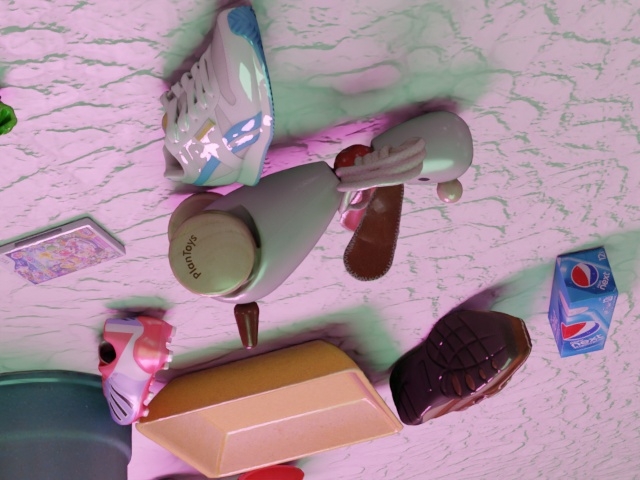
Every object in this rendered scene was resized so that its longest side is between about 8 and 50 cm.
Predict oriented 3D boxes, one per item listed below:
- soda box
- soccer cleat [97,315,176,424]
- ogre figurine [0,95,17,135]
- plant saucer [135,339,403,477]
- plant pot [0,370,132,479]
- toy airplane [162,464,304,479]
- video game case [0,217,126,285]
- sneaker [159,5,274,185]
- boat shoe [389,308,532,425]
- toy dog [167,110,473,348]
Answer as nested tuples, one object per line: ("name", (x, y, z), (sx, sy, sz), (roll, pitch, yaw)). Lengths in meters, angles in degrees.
("soda box", (0.361, 0.090, 1.594), (0.067, 0.071, 0.210), (-13, 153, 2))
("soccer cleat", (-0.258, 0.169, 1.519), (0.095, 0.083, 0.248), (14, 146, -13))
("ogre figurine", (-0.364, -0.088, 0.958), (0.197, 0.097, 0.118), (-1, 165, 4))
("plant saucer", (-0.070, 0.248, 1.726), (0.333, 0.081, 0.333), (-16, 153, 9))
("plant pot", (-0.409, 0.402, 1.618), (0.341, 0.334, 0.341), (-10, 153, -5))
("toy airplane", (-0.232, 0.560, 2.061), (0.386, 0.272, 0.384), (-47, 170, 29))
("video game case", (-0.289, 0.014, 1.270), (0.122, 0.011, 0.087), (-17, 152, 13))
("sneaker", (-0.093, -0.116, 1.014), (0.092, 0.087, 0.229), (-3, 150, -12))
("boat shoe", (0.217, 0.181, 1.683), (0.120, 0.122, 0.324), (-3, 160, -26))
("toy dog", (0.000, 0.000, 1.153), (0.333, 0.161, 0.220), (-16, -165, 22))
